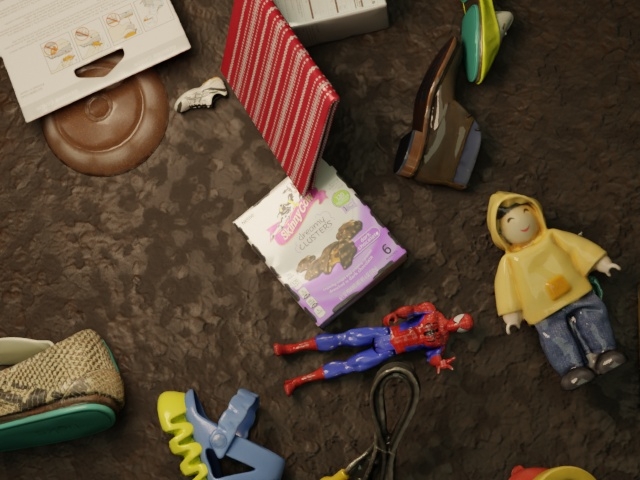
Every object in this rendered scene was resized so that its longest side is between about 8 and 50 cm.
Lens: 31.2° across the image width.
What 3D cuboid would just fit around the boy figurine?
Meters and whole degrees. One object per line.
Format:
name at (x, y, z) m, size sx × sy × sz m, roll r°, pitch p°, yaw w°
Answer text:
boy figurine at (0.318, 0.053, 1.557) m, size 0.177 × 0.092 × 0.285 m, roll -25°, pitch 83°, yaw 5°

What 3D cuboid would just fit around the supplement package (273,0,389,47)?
supplement package at (0.003, -0.352, 1.669) m, size 0.179 × 0.105 × 0.105 m, roll -12°, pitch 81°, yaw 3°

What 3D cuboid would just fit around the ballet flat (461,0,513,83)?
ballet flat at (0.239, -0.342, 1.665) m, size 0.077 × 0.077 × 0.231 m, roll -6°, pitch 79°, yaw -12°

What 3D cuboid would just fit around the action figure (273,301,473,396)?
action figure at (0.079, 0.149, 1.578) m, size 0.280 × 0.139 × 0.092 m, roll -15°, pitch 91°, yaw 1°

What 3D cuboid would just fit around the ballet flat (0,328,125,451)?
ballet flat at (-0.518, 0.247, 1.629) m, size 0.482 × 0.164 × 0.182 m, roll -20°, pitch 59°, yaw -3°

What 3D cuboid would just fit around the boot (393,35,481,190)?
boot at (0.188, -0.178, 1.654) m, size 0.106 × 0.082 × 0.219 m, roll 22°, pitch 84°, yaw -11°

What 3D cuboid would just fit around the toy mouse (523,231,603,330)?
toy mouse at (0.340, 0.092, 1.611) m, size 0.161 × 0.031 × 0.143 m, roll -33°, pitch 80°, yaw 0°

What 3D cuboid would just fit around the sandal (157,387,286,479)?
sandal at (-0.107, 0.332, 1.579) m, size 0.138 × 0.126 × 0.317 m, roll -25°, pitch 82°, yaw -2°

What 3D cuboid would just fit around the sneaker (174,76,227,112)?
sneaker at (-0.177, -0.209, 1.704) m, size 0.083 × 0.032 × 0.037 m, roll -31°, pitch 80°, yaw 1°

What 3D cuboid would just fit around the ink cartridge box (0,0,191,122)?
ink cartridge box at (-0.351, -0.327, 1.718) m, size 0.275 × 0.060 × 0.239 m, roll -24°, pitch 78°, yaw 2°

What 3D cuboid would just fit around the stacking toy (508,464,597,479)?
stacking toy at (0.361, 0.456, 1.547) m, size 0.279 × 0.130 × 0.309 m, roll 7°, pitch 85°, yaw -20°

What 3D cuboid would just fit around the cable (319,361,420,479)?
cable at (0.077, 0.305, 1.542) m, size 0.139 × 0.072 × 0.287 m, roll 29°, pitch 115°, yaw 3°

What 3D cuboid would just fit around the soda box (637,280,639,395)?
soda box at (0.473, 0.144, 1.577) m, size 0.061 × 0.058 × 0.181 m, roll 0°, pitch 82°, yaw 5°

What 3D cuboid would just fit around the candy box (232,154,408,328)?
candy box at (0.000, 0.000, 1.637) m, size 0.165 × 0.070 × 0.196 m, roll -40°, pitch 80°, yaw -1°

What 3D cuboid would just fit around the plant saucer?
plant saucer at (-0.328, -0.196, 1.715) m, size 0.198 × 0.036 × 0.199 m, roll -1°, pitch 83°, yaw 6°

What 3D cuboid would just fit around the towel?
towel at (-0.060, -0.222, 1.587) m, size 0.031 × 0.199 × 0.275 m, roll -17°, pitch 58°, yaw -26°
